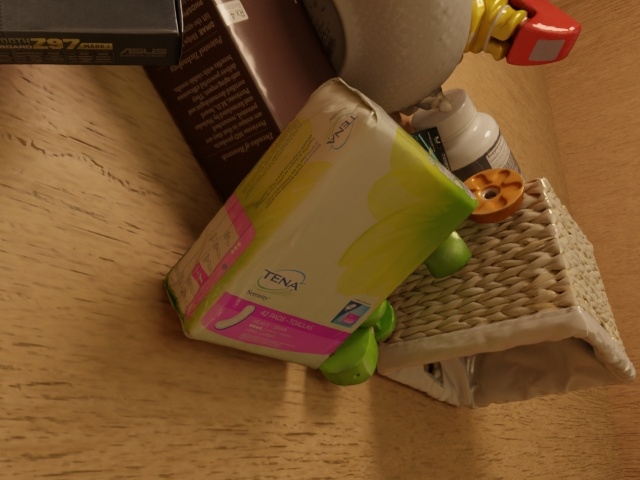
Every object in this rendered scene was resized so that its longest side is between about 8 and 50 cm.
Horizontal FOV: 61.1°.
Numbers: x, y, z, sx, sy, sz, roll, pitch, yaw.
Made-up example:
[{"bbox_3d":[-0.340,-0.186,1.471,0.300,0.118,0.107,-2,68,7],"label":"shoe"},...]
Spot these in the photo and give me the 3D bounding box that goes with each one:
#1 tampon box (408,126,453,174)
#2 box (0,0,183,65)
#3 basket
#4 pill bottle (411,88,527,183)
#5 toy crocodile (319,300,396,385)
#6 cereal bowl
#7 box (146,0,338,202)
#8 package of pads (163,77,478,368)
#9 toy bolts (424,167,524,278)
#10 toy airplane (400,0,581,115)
[{"bbox_3d":[0.170,-0.139,1.037,0.161,0.101,0.120,-27,99,-55],"label":"tampon box"},{"bbox_3d":[-0.241,-0.239,0.448,0.233,0.059,0.183,-5,80,-18],"label":"box"},{"bbox_3d":[0.302,0.114,0.933,0.328,0.331,0.266,33,46,-44],"label":"basket"},{"bbox_3d":[0.334,-0.172,1.211,0.318,0.176,0.176,50,41,-29],"label":"pill bottle"},{"bbox_3d":[0.045,0.039,0.802,0.115,0.105,0.340,54,31,-62],"label":"toy crocodile"},{"bbox_3d":[0.031,-0.324,0.758,0.141,0.339,0.339,-35,107,-26],"label":"cereal bowl"},{"bbox_3d":[-0.104,-0.236,0.671,0.381,0.143,0.191,63,36,-18],"label":"box"},{"bbox_3d":[0.000,0.000,0.595,0.229,0.296,0.101,28,19,-46],"label":"package of pads"},{"bbox_3d":[0.160,-0.095,0.810,0.158,0.218,0.228,57,-6,-36],"label":"toy bolts"},{"bbox_3d":[0.210,-0.415,0.964,0.386,0.384,0.272,48,50,-31],"label":"toy airplane"}]
